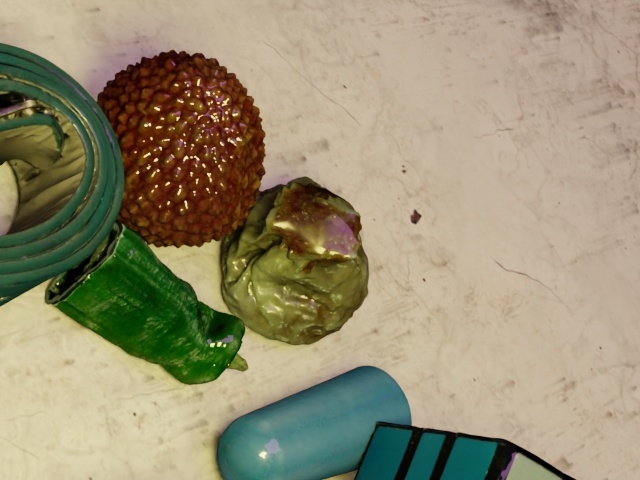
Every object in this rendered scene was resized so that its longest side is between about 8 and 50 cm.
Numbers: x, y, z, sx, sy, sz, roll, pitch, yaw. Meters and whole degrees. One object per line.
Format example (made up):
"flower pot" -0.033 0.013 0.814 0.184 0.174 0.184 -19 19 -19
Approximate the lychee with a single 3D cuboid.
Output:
"lychee" -0.178 -0.127 2.041 0.271 0.271 0.271 25 49 -33

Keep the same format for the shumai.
"shumai" 0.000 0.000 2.174 0.225 0.222 0.261 48 36 -7

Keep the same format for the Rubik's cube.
"Rubik's cube" 0.194 0.411 1.977 0.293 0.288 0.283 31 72 -30

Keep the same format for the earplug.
"earplug" -0.019 0.253 2.059 0.273 0.132 0.132 -13 74 -46

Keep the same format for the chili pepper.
"chili pepper" -0.193 0.095 1.987 0.270 0.136 0.099 36 1 -32

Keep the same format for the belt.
"belt" -0.418 -0.067 1.820 0.436 0.173 0.300 -17 81 -49
